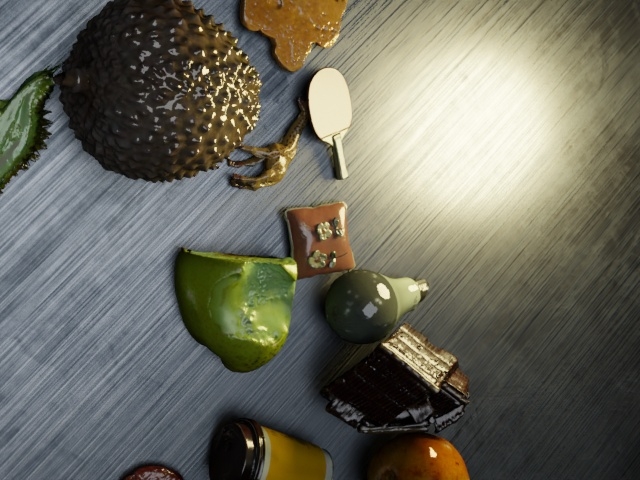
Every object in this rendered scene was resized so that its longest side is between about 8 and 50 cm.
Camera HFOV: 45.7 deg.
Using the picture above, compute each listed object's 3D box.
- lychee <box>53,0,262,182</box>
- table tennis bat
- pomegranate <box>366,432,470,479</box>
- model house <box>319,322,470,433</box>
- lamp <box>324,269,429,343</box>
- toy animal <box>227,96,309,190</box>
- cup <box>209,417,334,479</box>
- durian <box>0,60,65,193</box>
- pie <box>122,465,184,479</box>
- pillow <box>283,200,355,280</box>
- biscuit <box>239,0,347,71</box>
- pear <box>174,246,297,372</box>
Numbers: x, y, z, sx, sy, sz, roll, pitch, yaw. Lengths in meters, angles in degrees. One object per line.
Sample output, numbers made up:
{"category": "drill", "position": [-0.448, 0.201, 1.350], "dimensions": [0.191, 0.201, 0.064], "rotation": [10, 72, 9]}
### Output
{"category": "lychee", "position": [-0.314, -0.299, 1.497], "dimensions": [0.432, 0.380, 0.380], "rotation": [-7, 100, -46]}
{"category": "table tennis bat", "position": [0.031, -0.278, 1.824], "dimensions": [0.154, 0.021, 0.274], "rotation": [-29, 117, -42]}
{"category": "pomegranate", "position": [0.250, 0.616, 1.928], "dimensions": [0.264, 0.264, 0.264], "rotation": [-3, 98, -23]}
{"category": "model house", "position": [0.207, 0.368, 1.827], "dimensions": [0.317, 0.282, 0.297], "rotation": [40, 71, 1]}
{"category": "lamp", "position": [0.146, 0.169, 1.892], "dimensions": [0.314, 0.182, 0.181], "rotation": [10, 93, -46]}
{"category": "toy animal", "position": [-0.105, -0.218, 1.777], "dimensions": [0.275, 0.054, 0.149], "rotation": [-34, 104, -14]}
{"category": "cup", "position": [-0.115, 0.537, 1.802], "dimensions": [0.280, 0.196, 0.196], "rotation": [23, 87, -33]}
{"category": "durian", "position": [-0.609, -0.214, 1.526], "dimensions": [0.132, 0.107, 0.375], "rotation": [27, 86, -26]}
{"category": "pie", "position": [-0.389, 0.608, 1.750], "dimensions": [0.182, 0.049, 0.182], "rotation": [1, 88, -23]}
{"category": "pillow", "position": [0.000, 0.000, 1.838], "dimensions": [0.171, 0.075, 0.179], "rotation": [-10, 99, -22]}
{"category": "biscuit", "position": [-0.058, -0.580, 1.754], "dimensions": [0.269, 0.051, 0.375], "rotation": [3, 96, -27]}
{"category": "pear", "position": [-0.188, 0.164, 1.725], "dimensions": [0.287, 0.176, 0.281], "rotation": [6, 96, -23]}
